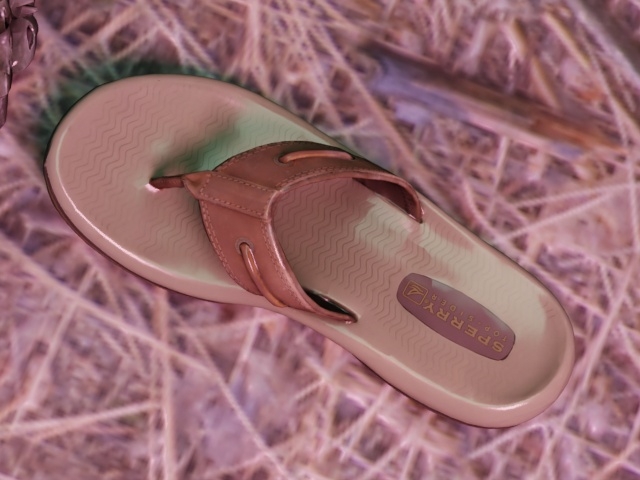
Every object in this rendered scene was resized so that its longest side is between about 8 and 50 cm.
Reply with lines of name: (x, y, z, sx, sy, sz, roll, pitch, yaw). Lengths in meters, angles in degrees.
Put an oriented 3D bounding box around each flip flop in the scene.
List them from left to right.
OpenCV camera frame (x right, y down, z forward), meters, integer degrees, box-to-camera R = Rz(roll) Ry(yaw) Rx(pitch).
flip flop: (0.000, 0.000, 0.753, 0.277, 0.080, 0.112, 30, 75, 2)

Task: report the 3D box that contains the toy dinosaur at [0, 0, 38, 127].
toy dinosaur: (-0.212, -0.127, 0.690, 0.164, 0.218, 0.321, 6, 78, -5)
